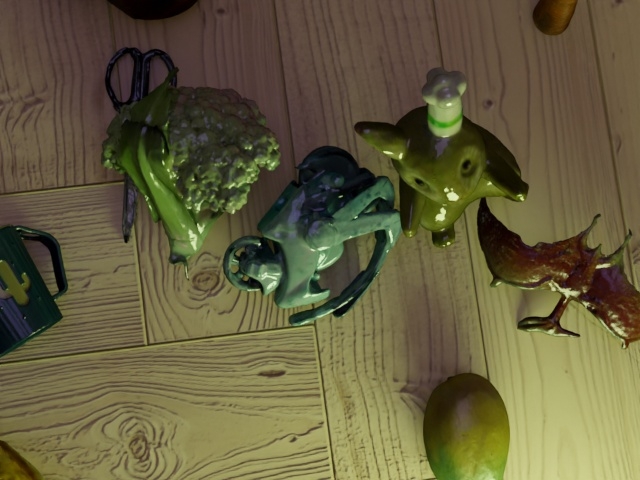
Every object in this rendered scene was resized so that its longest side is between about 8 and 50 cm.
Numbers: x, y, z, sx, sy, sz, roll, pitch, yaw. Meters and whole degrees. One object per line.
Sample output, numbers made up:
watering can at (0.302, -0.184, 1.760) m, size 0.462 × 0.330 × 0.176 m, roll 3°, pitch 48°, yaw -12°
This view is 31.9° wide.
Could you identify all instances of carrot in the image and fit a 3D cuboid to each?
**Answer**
carrot at (0.365, -0.366, 1.673) m, size 0.061 × 0.209 × 0.061 m, roll 0°, pitch 83°, yaw 0°

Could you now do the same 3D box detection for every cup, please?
cup at (-0.439, 0.066, 1.604) m, size 0.176 × 0.131 × 0.155 m, roll -32°, pitch 90°, yaw -33°

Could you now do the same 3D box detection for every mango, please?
mango at (0.216, 0.292, 1.637) m, size 0.130 × 0.092 × 0.194 m, roll -15°, pitch 93°, yaw -8°

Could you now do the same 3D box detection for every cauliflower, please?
cauliflower at (-0.188, -0.093, 1.614) m, size 0.257 × 0.239 × 0.315 m, roll 4°, pitch 122°, yaw -2°

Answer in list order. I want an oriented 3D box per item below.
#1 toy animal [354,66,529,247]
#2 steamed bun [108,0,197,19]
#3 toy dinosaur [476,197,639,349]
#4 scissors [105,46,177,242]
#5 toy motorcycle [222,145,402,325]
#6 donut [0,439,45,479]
toy animal at (0.169, -0.103, 1.546) m, size 0.181 × 0.363 × 0.180 m, roll -25°, pitch 80°, yaw 13°
steamed bun at (-0.312, -0.511, 1.623) m, size 0.379 × 0.235 × 0.248 m, roll 36°, pitch 87°, yaw 2°
toy dinosaur at (0.397, 0.052, 1.687) m, size 0.328 × 0.113 × 0.206 m, roll 3°, pitch 108°, yaw 6°
scissors at (-0.280, -0.145, 1.686) m, size 0.109 × 0.022 × 0.299 m, roll 5°, pitch 82°, yaw 0°
toy motorcycle at (0.000, 0.000, 1.636) m, size 0.206 × 0.154 × 0.260 m, roll 40°, pitch 88°, yaw -22°
donut at (-0.556, 0.414, 1.439) m, size 0.449 × 0.198 × 0.448 m, roll -1°, pitch 55°, yaw 1°
